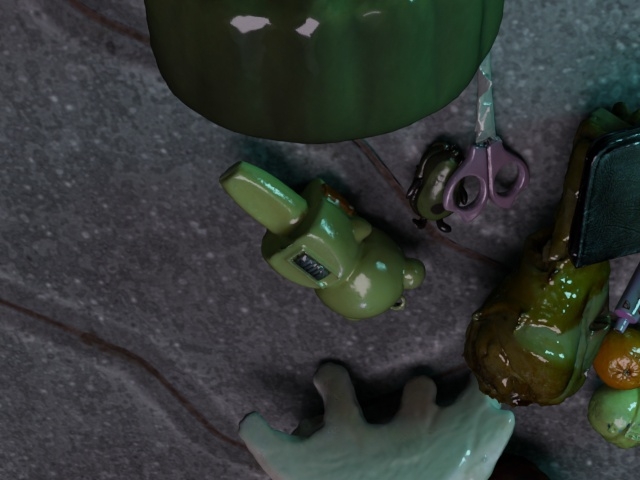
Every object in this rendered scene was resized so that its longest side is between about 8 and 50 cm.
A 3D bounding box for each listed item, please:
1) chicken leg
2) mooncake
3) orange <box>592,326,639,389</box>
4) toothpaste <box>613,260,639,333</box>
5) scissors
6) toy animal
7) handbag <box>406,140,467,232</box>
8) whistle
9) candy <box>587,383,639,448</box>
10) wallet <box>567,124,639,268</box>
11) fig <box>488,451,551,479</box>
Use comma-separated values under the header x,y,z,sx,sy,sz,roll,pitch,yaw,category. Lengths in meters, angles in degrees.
x,y,z,sx,sy,sz,roll,pitch,yaw,category
0.273,0.023,1.579,0.153,0.201,0.429,19,123,5,chicken leg
0.003,-0.252,1.262,0.351,0.351,0.187,6,134,5,mooncake
0.374,0.146,1.727,0.083,0.070,0.083,5,127,7,orange
0.371,0.031,1.577,0.045,0.170,0.028,40,161,-27,toothpaste
0.183,-0.119,1.543,0.110,0.021,0.212,-17,125,-20,scissors
0.096,0.277,1.852,0.308,0.266,0.188,-36,145,-13,toy animal
0.134,-0.066,1.599,0.072,0.047,0.111,5,126,-10,handbag
0.000,0.000,1.644,0.288,0.106,0.131,39,129,-24,whistle
0.493,0.259,1.813,0.335,0.092,0.093,22,95,-19,candy
0.403,-0.073,1.452,0.318,0.045,0.172,-15,131,-16,wallet
0.270,0.414,1.940,0.217,0.217,0.321,-18,154,25,fig
